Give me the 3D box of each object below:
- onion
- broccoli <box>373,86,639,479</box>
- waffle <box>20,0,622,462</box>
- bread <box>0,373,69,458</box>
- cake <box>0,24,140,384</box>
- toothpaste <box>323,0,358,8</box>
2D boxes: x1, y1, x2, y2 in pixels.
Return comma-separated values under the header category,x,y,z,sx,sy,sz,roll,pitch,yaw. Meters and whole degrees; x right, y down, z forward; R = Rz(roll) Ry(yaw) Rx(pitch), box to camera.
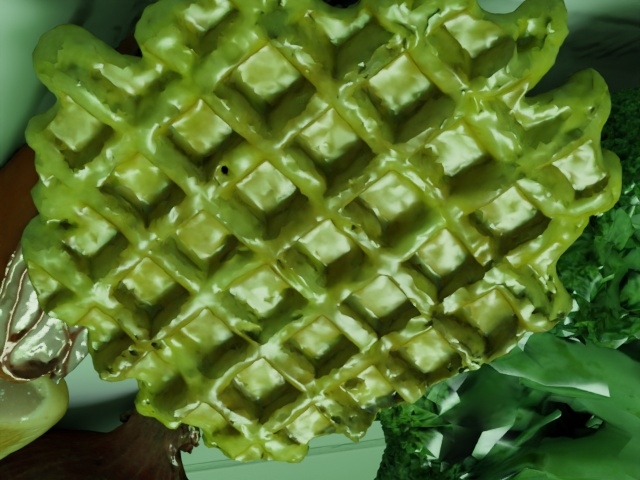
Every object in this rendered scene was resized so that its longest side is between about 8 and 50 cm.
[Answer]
category,x,y,z,sx,sy,sz,roll,pitch,yaw
onion,-0.245,0.358,1.061,0.353,0.354,0.354,-14,157,-6
broccoli,0.189,0.072,0.735,0.414,0.310,0.321,-62,172,15
waffle,0.000,-0.002,0.523,0.311,0.060,0.307,-5,124,6
bread,-0.354,0.177,0.888,0.305,0.091,0.142,-33,153,34
cake,-0.132,-0.017,0.590,0.098,0.135,0.287,24,126,-36
toothpaste,0.020,-0.169,0.412,0.099,0.069,0.282,25,154,-13
